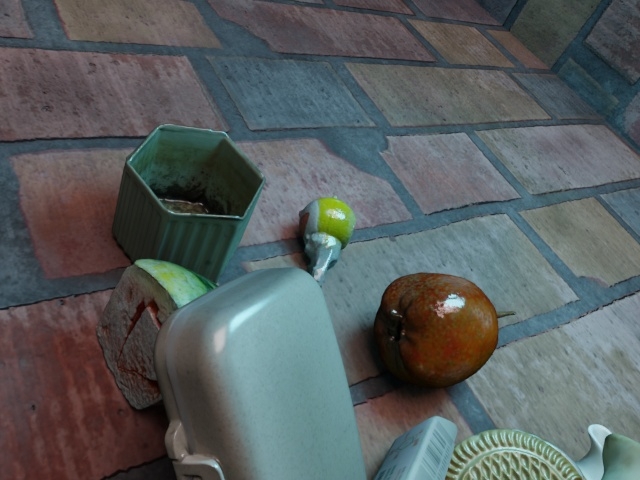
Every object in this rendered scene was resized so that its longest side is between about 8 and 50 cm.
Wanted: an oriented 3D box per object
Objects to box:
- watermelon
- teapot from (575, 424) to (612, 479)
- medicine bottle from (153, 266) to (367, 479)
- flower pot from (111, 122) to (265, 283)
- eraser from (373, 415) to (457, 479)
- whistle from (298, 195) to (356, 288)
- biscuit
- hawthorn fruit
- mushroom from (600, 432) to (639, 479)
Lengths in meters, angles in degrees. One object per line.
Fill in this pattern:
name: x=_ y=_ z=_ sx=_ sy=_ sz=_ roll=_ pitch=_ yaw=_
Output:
watermelon: x=-0.203 y=0.156 z=0.827 sx=0.213 sy=0.201 sz=0.261 roll=50 pitch=5 yaw=22
teapot: x=0.498 y=0.465 z=0.879 sx=0.208 sy=0.166 sz=0.300 roll=5 pitch=36 yaw=-40
medicine bottle: x=-0.054 y=0.231 z=0.667 sx=0.282 sy=0.122 sz=0.376 roll=-27 pitch=107 yaw=-58
flower pot: x=-0.230 y=-0.060 z=0.960 sx=0.209 sy=0.190 sz=0.239 roll=25 pitch=44 yaw=-5
eraser: x=0.118 y=0.326 z=0.751 sx=0.061 sy=0.089 sz=0.352 roll=53 pitch=21 yaw=8
whistle: x=0.000 y=0.000 z=1.093 sx=0.122 sy=0.123 sz=0.223 roll=21 pitch=58 yaw=-9
biscuit: x=0.287 y=0.404 z=0.817 sx=0.258 sy=0.079 sz=0.259 roll=0 pitch=62 yaw=1
hawthorn fruit: x=0.230 y=0.155 z=0.986 sx=0.262 sy=0.211 sz=0.211 roll=-1 pitch=50 yaw=-26
mushroom: x=0.244 y=0.401 z=0.615 sx=0.314 sy=0.315 sz=0.356 roll=22 pitch=52 yaw=-8
